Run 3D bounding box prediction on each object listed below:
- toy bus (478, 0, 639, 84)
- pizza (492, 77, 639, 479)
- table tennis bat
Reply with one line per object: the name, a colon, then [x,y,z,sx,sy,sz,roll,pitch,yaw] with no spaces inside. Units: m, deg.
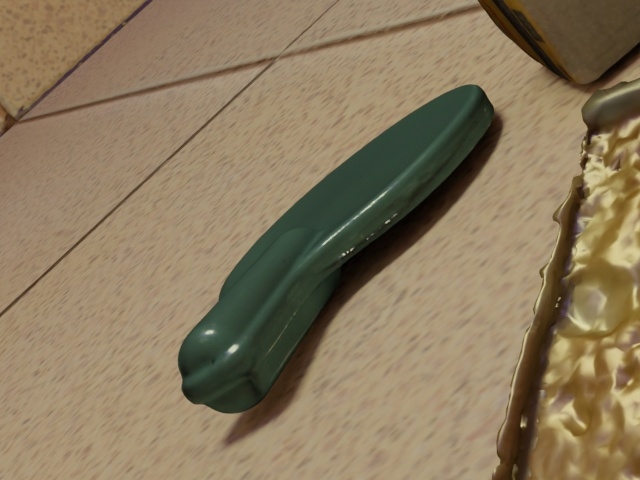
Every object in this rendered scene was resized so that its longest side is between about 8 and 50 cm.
toy bus: [0.204,-0.214,0.872,0.342,0.097,0.138,-40,16,4]
pizza: [0.119,0.047,0.346,0.204,0.080,0.188,-16,49,39]
table tennis bat: [0.000,0.000,0.884,0.153,0.040,0.244,-33,11,33]
